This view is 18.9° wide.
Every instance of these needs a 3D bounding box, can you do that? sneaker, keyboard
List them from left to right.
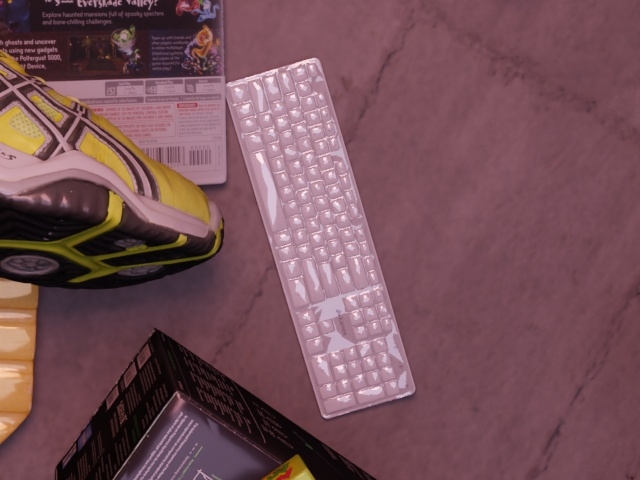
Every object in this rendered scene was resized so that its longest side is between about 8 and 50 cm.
[{"bbox_3d":[-0.208,-0.072,1.190,0.384,0.145,0.147,22,59,-41],"label":"sneaker"},{"bbox_3d":[0.000,0.000,1.384,0.072,0.014,0.256,-17,99,-5],"label":"keyboard"}]

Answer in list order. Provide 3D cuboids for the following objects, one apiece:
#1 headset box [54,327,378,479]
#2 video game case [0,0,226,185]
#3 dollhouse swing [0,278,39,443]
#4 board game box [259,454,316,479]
[{"bbox_3d":[-0.027,0.206,1.290,0.283,0.246,0.131,35,91,-11],"label":"headset box"},{"bbox_3d":[-0.152,-0.120,1.311,0.190,0.022,0.173,-5,98,-30],"label":"video game case"},{"bbox_3d":[-0.355,0.020,1.218,0.305,0.315,0.347,5,96,3],"label":"dollhouse swing"},{"bbox_3d":[0.000,0.230,1.148,0.092,0.043,0.181,-33,100,-3],"label":"board game box"}]
